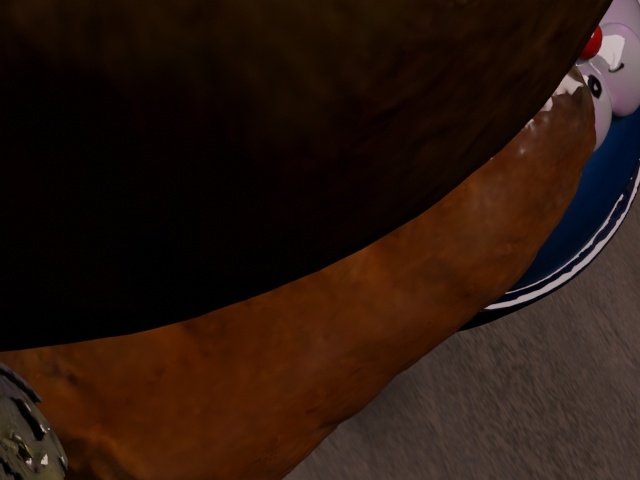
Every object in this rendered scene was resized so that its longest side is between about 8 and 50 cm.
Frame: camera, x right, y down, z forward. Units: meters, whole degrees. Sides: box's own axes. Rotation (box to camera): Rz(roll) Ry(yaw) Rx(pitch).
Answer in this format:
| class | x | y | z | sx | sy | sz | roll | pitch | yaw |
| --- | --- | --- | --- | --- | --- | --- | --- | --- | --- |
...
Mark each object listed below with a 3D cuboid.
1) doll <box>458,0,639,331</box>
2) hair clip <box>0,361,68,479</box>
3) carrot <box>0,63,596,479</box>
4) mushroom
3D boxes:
| class | x | y | z | sx | sy | sz | roll | pitch | yaw |
| --- | --- | --- | --- | --- | --- | --- | --- | --- | --- |
| doll | 0.034 | -0.102 | 0.951 | 0.310 | 0.240 | 0.284 | 41 | 60 | -6 |
| hair clip | -0.112 | 0.067 | 0.540 | 0.146 | 0.056 | 0.187 | 59 | 13 | -18 |
| carrot | 0.000 | 0.000 | 0.690 | 0.159 | 0.225 | 0.159 | 55 | 15 | -22 |
| mushroom | -0.110 | -0.132 | 0.439 | 0.356 | 0.331 | 0.334 | 54 | 32 | -34 |
